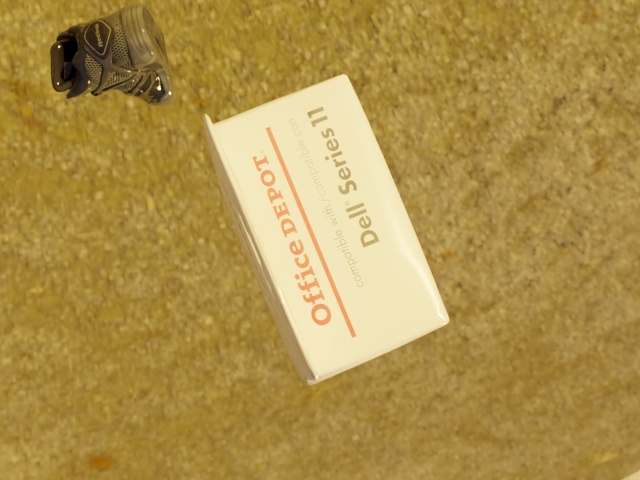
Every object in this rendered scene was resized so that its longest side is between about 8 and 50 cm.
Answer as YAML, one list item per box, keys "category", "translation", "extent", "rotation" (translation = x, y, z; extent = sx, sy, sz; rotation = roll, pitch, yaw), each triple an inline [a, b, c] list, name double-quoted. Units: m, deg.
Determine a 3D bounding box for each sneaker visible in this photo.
- category: "sneaker"
  translation: [-0.245, -0.209, 1.241]
  extent: [0.130, 0.087, 0.227]
  rotation: [-12, 174, 1]

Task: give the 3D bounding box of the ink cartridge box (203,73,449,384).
- category: "ink cartridge box"
  translation: [0.000, 0.000, 0.849]
  extent: [0.119, 0.207, 0.353]
  rotation: [-22, 176, -5]

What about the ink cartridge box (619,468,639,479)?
- category: "ink cartridge box"
  translation: [0.216, 0.229, 0.734]
  extent: [0.198, 0.067, 0.115]
  rotation: [-38, 135, 22]
